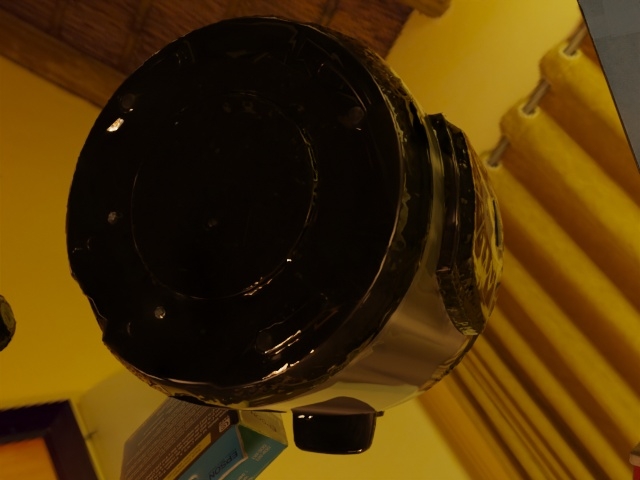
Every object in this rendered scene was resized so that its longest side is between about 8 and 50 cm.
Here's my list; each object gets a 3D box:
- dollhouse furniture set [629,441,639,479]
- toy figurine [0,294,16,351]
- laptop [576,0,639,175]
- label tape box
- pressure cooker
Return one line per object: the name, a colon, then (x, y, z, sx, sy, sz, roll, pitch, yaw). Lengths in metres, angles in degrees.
dollhouse furniture set: (0.266, 0.285, 0.723, 0.129, 0.129, 0.183, -15, -73, -50)
toy figurine: (-0.388, 0.089, 0.672, 0.148, 0.213, 0.209, -30, 22, 43)
laptop: (0.465, -0.076, 0.799, 0.236, 0.408, 0.382, -24, -62, 15)
label tape box: (-0.172, 0.323, 1.189, 0.115, 0.347, 0.249, 42, -84, -20)
pressure cooker: (-0.005, -0.002, 0.881, 0.370, 0.375, 0.420, -48, -27, 6)
